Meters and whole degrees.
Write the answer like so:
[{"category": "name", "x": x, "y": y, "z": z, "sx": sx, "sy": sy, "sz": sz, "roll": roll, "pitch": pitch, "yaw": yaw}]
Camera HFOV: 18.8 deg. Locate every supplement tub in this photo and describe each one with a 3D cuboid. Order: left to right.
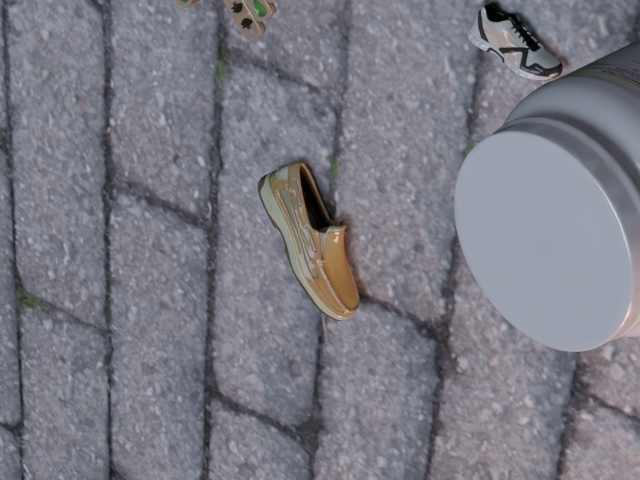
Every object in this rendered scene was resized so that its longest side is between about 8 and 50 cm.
[{"category": "supplement tub", "x": 0.299, "y": -0.056, "z": 1.701, "sx": 0.235, "sy": 0.325, "sz": 0.235, "roll": 30, "pitch": 133, "yaw": 38}]

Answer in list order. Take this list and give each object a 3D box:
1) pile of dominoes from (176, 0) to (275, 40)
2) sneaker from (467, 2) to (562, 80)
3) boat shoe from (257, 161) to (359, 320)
[{"category": "pile of dominoes", "x": -0.100, "y": -0.348, "z": 2.080, "sx": 0.196, "sy": 0.040, "sz": 0.251, "roll": 45, "pitch": 136, "yaw": 9}, {"category": "sneaker", "x": 0.195, "y": -0.197, "z": 1.928, "sx": 0.109, "sy": 0.040, "sz": 0.044, "roll": 33, "pitch": 130, "yaw": 19}, {"category": "boat shoe", "x": 0.000, "y": 0.000, "z": 2.198, "sx": 0.072, "sy": 0.068, "sz": 0.190, "roll": -26, "pitch": 98, "yaw": 34}]
